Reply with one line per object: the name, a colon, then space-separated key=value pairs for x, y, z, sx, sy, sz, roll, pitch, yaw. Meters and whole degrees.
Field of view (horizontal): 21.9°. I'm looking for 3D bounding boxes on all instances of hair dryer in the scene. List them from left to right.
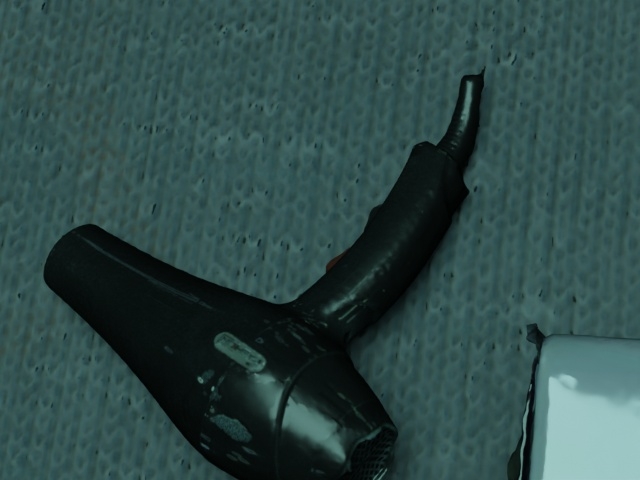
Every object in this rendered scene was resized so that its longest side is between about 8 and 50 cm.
hair dryer: x=0.000 y=0.000 z=0.920 sx=0.235 sy=0.091 sz=0.272 roll=33 pitch=69 yaw=30

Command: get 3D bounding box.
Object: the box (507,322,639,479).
box: x=0.270 y=0.114 z=0.751 sx=0.369 sy=0.190 sz=0.112 roll=4 pitch=72 yaw=12
